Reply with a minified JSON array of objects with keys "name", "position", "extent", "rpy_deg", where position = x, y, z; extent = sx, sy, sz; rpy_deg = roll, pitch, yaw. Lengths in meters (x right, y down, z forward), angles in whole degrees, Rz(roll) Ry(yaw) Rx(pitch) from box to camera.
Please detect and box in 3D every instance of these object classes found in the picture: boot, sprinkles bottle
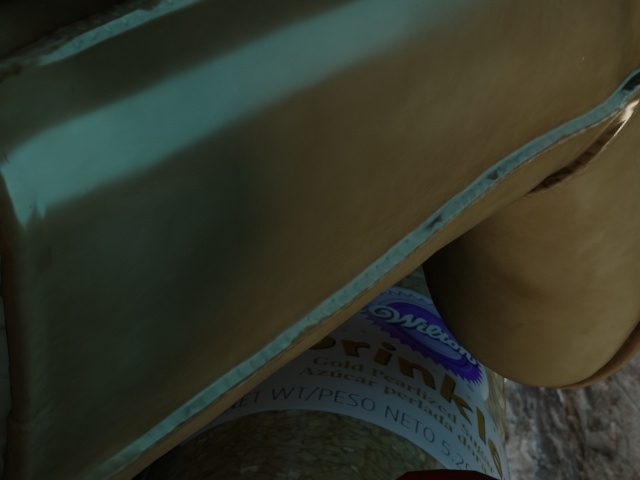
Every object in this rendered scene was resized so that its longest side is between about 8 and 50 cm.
[{"name":"boot","position":[0.000,0.000,0.483],"extent":[0.269,0.089,0.236],"rpy_deg":[-34,145,-38]},{"name":"sprinkles bottle","position":[0.005,0.075,0.669],"extent":[0.355,0.121,0.121],"rpy_deg":[-73,154,-70]}]

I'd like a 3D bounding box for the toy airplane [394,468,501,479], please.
[{"name":"toy airplane","position":[0.064,0.282,0.325],"extent":[0.386,0.272,0.384],"rpy_deg":[-107,-162,-47]}]
